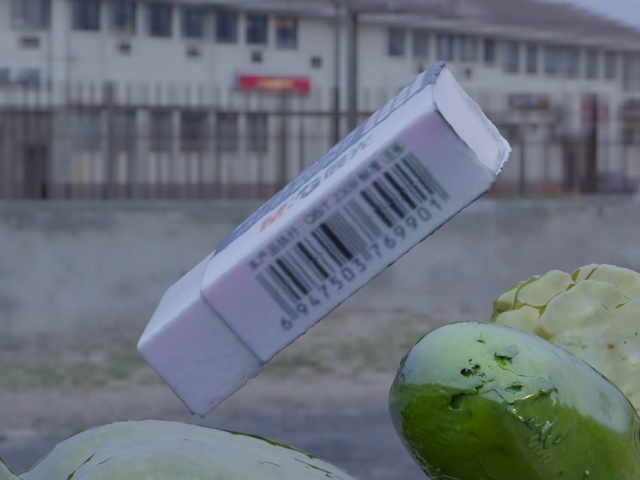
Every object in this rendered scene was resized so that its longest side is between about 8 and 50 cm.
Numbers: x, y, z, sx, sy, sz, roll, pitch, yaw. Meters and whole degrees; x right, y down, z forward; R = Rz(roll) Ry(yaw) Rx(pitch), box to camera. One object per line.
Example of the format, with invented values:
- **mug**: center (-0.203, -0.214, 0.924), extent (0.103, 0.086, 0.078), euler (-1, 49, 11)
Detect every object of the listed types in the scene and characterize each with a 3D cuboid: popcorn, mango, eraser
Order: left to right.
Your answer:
- **eraser**: center (0.000, 0.000, 1.392), extent (0.287, 0.086, 0.130), euler (-39, 8, 17)
- **mango**: center (0.078, 0.072, 0.719), extent (0.091, 0.074, 0.165), euler (33, -11, 27)
- **popcorn**: center (0.225, 0.116, 1.200), extent (0.286, 0.174, 0.225), euler (20, -6, -3)

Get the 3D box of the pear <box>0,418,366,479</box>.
- **pear**: center (-0.037, 0.213, 0.686), extent (0.287, 0.375, 0.287), euler (-25, 20, 10)
